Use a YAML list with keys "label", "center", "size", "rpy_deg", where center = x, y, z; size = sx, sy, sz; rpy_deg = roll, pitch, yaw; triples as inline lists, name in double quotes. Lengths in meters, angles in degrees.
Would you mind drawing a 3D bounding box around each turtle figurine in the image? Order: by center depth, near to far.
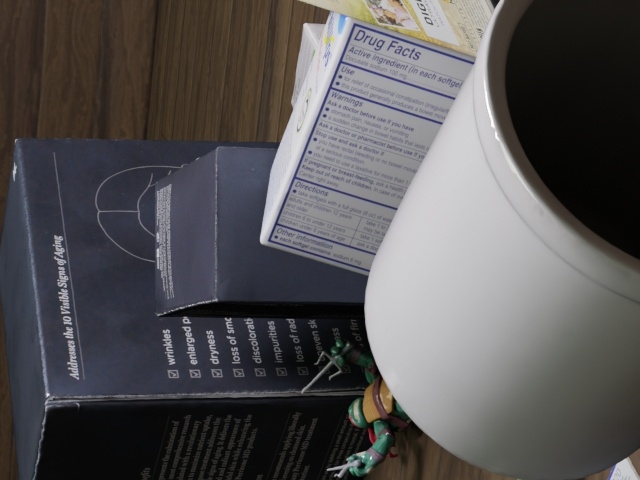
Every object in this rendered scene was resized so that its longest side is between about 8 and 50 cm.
- label: "turtle figurine"
  center: [0.075, 0.198, 2.253]
  size: [0.234, 0.118, 0.175]
  rpy_deg: [-40, 65, 48]

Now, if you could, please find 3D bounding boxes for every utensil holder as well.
- label: "utensil holder"
  center: [0.230, -0.007, 1.459]
  size: [0.385, 0.327, 0.327]
  rpy_deg: [116, 150, -57]

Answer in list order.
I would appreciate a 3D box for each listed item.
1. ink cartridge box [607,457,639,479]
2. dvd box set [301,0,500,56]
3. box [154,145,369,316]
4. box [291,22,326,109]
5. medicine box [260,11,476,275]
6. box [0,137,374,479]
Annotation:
- label: "ink cartridge box"
  center: [0.305, 0.345, 1.644]
  size: [0.224, 0.045, 0.223]
  rpy_deg: [-111, 28, -51]
- label: "dvd box set"
  center: [-0.002, -0.321, 1.580]
  size: [0.420, 0.062, 0.307]
  rpy_deg: [24, 154, 46]
- label: "box"
  center: [0.000, 0.000, 2.129]
  size: [0.312, 0.343, 0.179]
  rpy_deg: [167, 104, -71]
- label: "box"
  center: [0.080, -0.184, 2.114]
  size: [0.103, 0.203, 0.114]
  rpy_deg: [-114, 28, -54]
- label: "medicine box"
  center: [0.107, -0.106, 1.839]
  size: [0.149, 0.263, 0.289]
  rpy_deg: [-86, 16, -57]
- label: "box"
  center: [-0.195, 0.117, 2.516]
  size: [0.297, 0.472, 0.480]
  rpy_deg: [110, 155, -45]
